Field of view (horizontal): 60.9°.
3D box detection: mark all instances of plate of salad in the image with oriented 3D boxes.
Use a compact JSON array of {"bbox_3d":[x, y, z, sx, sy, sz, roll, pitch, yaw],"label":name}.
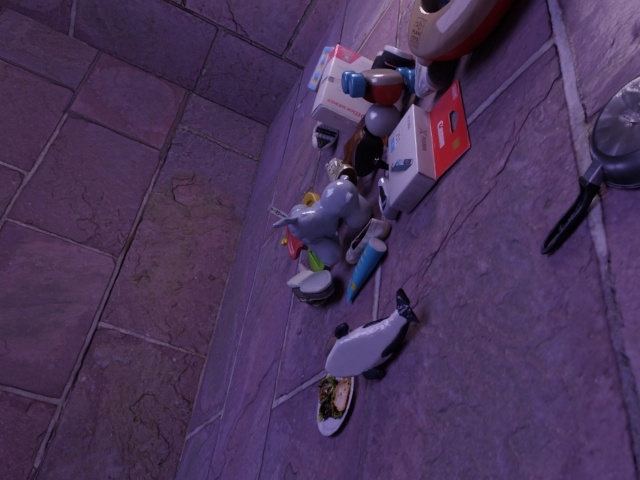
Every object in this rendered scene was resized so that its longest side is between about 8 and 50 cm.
[{"bbox_3d":[0.029,0.402,1.411,0.200,0.048,0.200,-56,22,36],"label":"plate of salad"}]

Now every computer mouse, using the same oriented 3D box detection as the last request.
[{"bbox_3d":[0.196,-0.144,1.517,0.042,0.106,0.193,-27,53,37],"label":"computer mouse"}]

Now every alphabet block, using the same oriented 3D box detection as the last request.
[{"bbox_3d":[0.082,-0.681,2.288,0.194,0.197,0.192,-64,19,15],"label":"alphabet block"}]

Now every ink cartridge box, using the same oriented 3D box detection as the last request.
[{"bbox_3d":[0.273,-0.260,1.437,0.261,0.066,0.296,-53,23,43],"label":"ink cartridge box"},{"bbox_3d":[0.100,-0.566,2.077,0.117,0.207,0.283,-32,40,64],"label":"ink cartridge box"}]

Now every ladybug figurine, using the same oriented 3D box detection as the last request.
[{"bbox_3d":[0.383,-0.635,1.353,0.449,0.161,0.305,-59,29,20],"label":"ladybug figurine"}]

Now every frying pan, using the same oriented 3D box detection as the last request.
[{"bbox_3d":[0.439,-0.138,0.835,0.326,0.053,0.197,-45,28,46],"label":"frying pan"}]

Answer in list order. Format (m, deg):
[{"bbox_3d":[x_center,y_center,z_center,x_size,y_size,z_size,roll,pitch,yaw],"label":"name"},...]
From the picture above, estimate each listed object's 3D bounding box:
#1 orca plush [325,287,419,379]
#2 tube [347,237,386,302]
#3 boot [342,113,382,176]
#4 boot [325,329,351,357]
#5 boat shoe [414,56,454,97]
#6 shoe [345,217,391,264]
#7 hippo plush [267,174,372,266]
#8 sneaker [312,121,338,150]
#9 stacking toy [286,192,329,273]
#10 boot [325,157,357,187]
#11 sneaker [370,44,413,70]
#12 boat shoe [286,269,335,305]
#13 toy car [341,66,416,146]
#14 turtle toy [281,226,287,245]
[{"bbox_3d":[0.123,0.215,1.270,0.102,0.151,0.287,-36,-22,-58],"label":"orca plush"},{"bbox_3d":[0.119,0.084,1.532,0.080,0.052,0.207,-75,10,-52],"label":"tube"},{"bbox_3d":[0.115,-0.288,1.904,0.280,0.096,0.264,136,143,-61],"label":"boot"},{"bbox_3d":[0.051,0.292,1.481,0.118,0.042,0.087,-60,18,17],"label":"boot"},{"bbox_3d":[0.329,-0.563,1.550,0.103,0.118,0.321,-20,58,64],"label":"boat shoe"},{"bbox_3d":[0.124,0.001,1.583,0.219,0.058,0.077,-47,27,49],"label":"shoe"},{"bbox_3d":[0.020,-0.096,1.678,0.236,0.294,0.234,-44,31,13],"label":"hippo plush"},{"bbox_3d":[0.016,-0.470,2.415,0.292,0.110,0.118,-76,9,-49],"label":"sneaker"},{"bbox_3d":[0.000,0.000,1.965,0.309,0.130,0.280,-46,54,56],"label":"stacking toy"},{"bbox_3d":[0.065,-0.217,1.811,0.213,0.077,0.165,86,169,-57],"label":"boot"},{"bbox_3d":[0.233,-0.584,1.895,0.296,0.104,0.147,-122,53,-76],"label":"sneaker"},{"bbox_3d":[-0.019,0.159,1.772,0.109,0.091,0.305,-34,11,-18],"label":"boat shoe"},{"bbox_3d":[0.192,-0.421,1.739,0.210,0.219,0.238,-114,20,-67],"label":"toy car"},{"bbox_3d":[-0.114,-0.019,2.307,0.130,0.066,0.095,-14,56,69],"label":"turtle toy"}]
